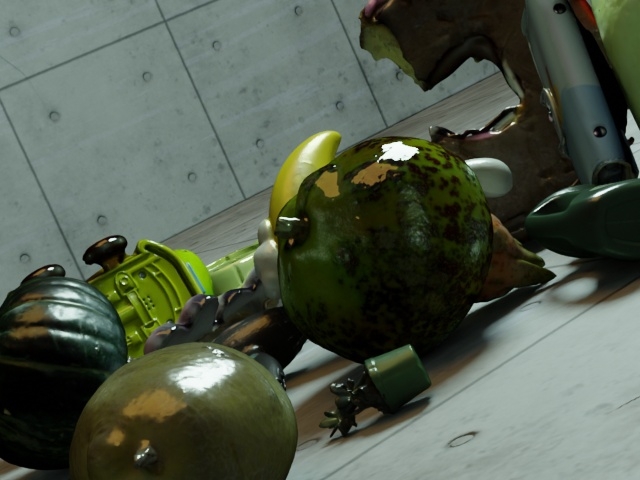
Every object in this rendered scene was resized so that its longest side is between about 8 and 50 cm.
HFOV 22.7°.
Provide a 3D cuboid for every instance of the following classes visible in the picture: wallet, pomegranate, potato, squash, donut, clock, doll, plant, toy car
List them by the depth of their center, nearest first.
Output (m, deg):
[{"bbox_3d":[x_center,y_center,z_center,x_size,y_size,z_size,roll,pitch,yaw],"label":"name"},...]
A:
[{"bbox_3d":[-0.108,0.159,1.207,0.174,0.159,0.251,-50,-5,0],"label":"potato"},{"bbox_3d":[0.041,0.128,1.343,0.102,0.051,0.051,-30,7,3],"label":"plant"},{"bbox_3d":[0.086,-0.002,1.533,0.276,0.204,0.222,-27,-1,-36],"label":"pomegranate"},{"bbox_3d":[0.270,-0.149,1.650,0.069,0.231,0.170,-17,-20,1],"label":"wallet"},{"bbox_3d":[0.057,-0.009,1.688,0.111,0.237,0.252,89,-158,-60],"label":"doll"},{"bbox_3d":[-0.288,0.143,1.710,0.218,0.172,0.218,-60,6,11],"label":"squash"},{"bbox_3d":[0.215,-0.175,1.822,0.259,0.345,0.136,-28,-10,4],"label":"donut"},{"bbox_3d":[-0.260,0.113,1.934,0.247,0.200,0.142,-25,-8,-16],"label":"toy car"},{"bbox_3d":[-0.128,0.061,2.336,0.170,0.069,0.232,-19,9,38],"label":"clock"}]

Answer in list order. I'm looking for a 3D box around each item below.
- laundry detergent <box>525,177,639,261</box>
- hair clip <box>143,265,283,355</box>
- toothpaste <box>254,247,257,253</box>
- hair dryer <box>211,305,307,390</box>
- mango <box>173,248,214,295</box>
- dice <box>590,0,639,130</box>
[{"bbox_3d":[0.263,-0.019,1.533,0.144,0.078,0.221,-6,3,-17],"label":"laundry detergent"},{"bbox_3d":[-0.110,0.107,1.753,0.257,0.075,0.146,-21,-37,-42],"label":"hair clip"},{"bbox_3d":[0.000,0.000,2.302,0.071,0.089,0.313,-27,6,23],"label":"toothpaste"},{"bbox_3d":[-0.081,0.149,1.607,0.195,0.075,0.219,-35,16,-6],"label":"hair dryer"},{"bbox_3d":[-0.194,0.096,2.127,0.111,0.125,0.233,-12,29,-1],"label":"mango"},{"bbox_3d":[0.441,-0.209,1.669,0.249,0.254,0.252,-22,4,20],"label":"dice"}]
